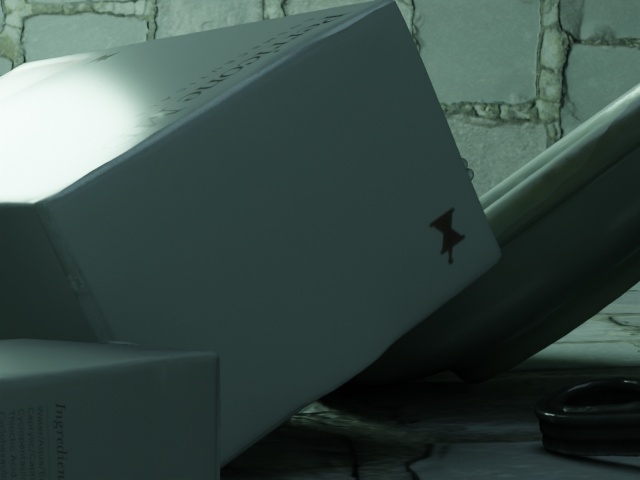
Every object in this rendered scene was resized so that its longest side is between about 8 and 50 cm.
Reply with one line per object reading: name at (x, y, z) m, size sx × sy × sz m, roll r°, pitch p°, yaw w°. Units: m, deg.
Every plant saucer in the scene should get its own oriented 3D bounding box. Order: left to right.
plant saucer at (0.158, -0.001, 1.053) m, size 0.400 × 0.100 × 0.400 m, roll -36°, pitch 0°, yaw 0°

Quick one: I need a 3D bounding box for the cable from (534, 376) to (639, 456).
cable at (0.204, 0.098, 0.687) m, size 0.287 × 0.072 × 0.139 m, roll -16°, pitch 8°, yaw 46°

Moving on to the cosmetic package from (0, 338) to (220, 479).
cosmetic package at (-0.150, 0.084, 0.519) m, size 0.117 × 0.085 × 0.231 m, roll 1°, pitch 1°, yaw 39°

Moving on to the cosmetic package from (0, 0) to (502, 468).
cosmetic package at (-0.140, -0.007, 0.907) m, size 0.230 × 0.161 × 0.453 m, roll -34°, pitch 20°, yaw -30°

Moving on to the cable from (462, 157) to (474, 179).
cable at (0.000, 0.000, 1.194) m, size 0.257 × 0.089 × 0.257 m, roll -36°, pitch -2°, yaw -3°

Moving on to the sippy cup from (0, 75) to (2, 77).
sippy cup at (-0.283, -0.015, 1.234) m, size 0.306 × 0.240 × 0.224 m, roll -15°, pitch 24°, yaw -29°
